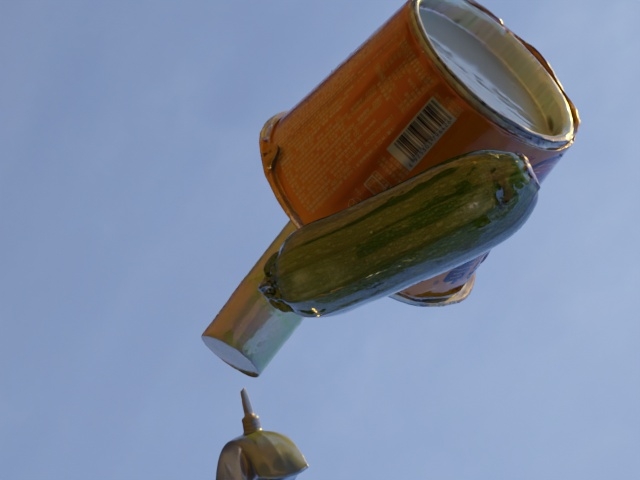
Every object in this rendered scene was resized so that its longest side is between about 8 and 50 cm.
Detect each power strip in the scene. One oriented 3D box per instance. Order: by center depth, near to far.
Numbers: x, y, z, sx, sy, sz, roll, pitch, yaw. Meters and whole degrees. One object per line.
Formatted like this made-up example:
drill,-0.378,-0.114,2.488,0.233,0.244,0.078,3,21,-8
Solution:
power strip,-0.047,0.224,1.203,0.137,0.044,0.216,-145,-130,-64

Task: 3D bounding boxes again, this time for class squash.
squash,0.049,0.000,1.026,0.219,0.068,0.077,-23,-146,29

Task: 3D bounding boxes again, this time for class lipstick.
lipstick,0.000,0.000,1.496,0.304,0.076,0.076,-53,-161,-21

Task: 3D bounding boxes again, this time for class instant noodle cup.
instant noodle cup,0.085,-0.079,1.169,0.172,0.216,0.215,-48,-153,30
